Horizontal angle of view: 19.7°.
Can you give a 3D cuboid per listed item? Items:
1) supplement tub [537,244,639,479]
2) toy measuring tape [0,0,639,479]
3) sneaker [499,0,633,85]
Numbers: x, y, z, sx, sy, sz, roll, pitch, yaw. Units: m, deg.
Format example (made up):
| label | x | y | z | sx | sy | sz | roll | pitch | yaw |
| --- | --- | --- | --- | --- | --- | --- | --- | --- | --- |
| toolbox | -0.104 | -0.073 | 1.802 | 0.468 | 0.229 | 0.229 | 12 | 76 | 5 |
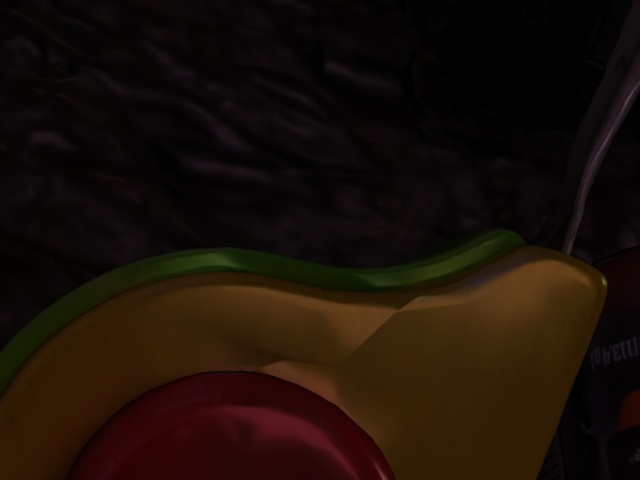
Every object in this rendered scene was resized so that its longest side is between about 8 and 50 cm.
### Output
| label | x | y | z | sx | sy | sz | roll | pitch | yaw |
| --- | --- | --- | --- | --- | --- | --- | --- | --- | --- |
| supplement tub | 0.109 | 0.103 | 0.442 | 0.106 | 0.106 | 0.198 | 5 | 63 | -23 |
| toy measuring tape | 0.000 | 0.000 | 0.396 | 0.121 | 0.121 | 0.330 | 23 | 87 | -13 |
| sneaker | 0.127 | -0.120 | 0.574 | 0.097 | 0.135 | 0.276 | 35 | 31 | 9 |
